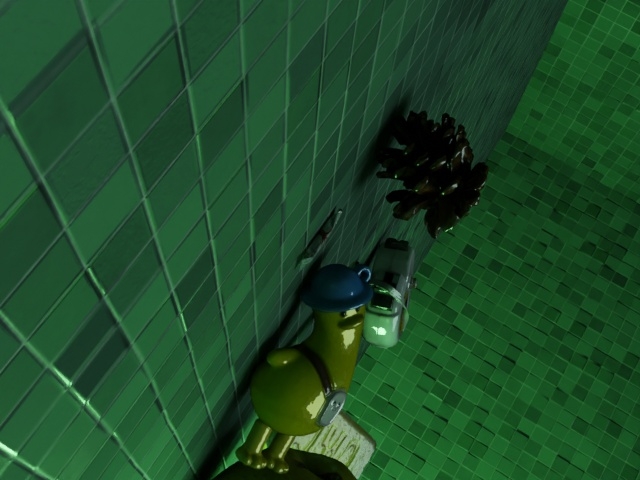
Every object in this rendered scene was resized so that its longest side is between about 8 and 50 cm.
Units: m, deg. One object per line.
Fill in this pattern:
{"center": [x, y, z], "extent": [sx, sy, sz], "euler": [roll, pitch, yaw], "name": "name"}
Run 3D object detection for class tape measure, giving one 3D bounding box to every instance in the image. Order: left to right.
{"center": [0.152, 0.145, 1.926], "extent": [0.197, 0.120, 0.236], "euler": [-64, 161, -52], "name": "tape measure"}

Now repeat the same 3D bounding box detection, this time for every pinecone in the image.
{"center": [0.167, -0.104, 1.279], "extent": [0.150, 0.195, 0.179], "euler": [-21, -177, -13], "name": "pinecone"}

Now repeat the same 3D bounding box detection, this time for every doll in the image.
{"center": [-0.012, 0.200, 1.358], "extent": [0.199, 0.145, 0.363], "euler": [29, 89, -47], "name": "doll"}

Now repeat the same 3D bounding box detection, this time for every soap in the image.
{"center": [-0.009, 0.434, 1.816], "extent": [0.173, 0.089, 0.274], "euler": [-56, 130, -16], "name": "soap"}

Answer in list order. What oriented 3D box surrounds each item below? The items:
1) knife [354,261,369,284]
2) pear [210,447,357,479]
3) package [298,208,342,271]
{"center": [0.035, 0.161, 1.628], "extent": [0.365, 0.043, 0.089], "euler": [-56, 142, -50], "name": "knife"}
{"center": [-0.087, 0.564, 1.463], "extent": [0.418, 0.362, 0.362], "euler": [-63, 170, 3], "name": "pear"}
{"center": [0.000, 0.000, 1.219], "extent": [0.110, 0.015, 0.037], "euler": [-55, 168, -29], "name": "package"}
